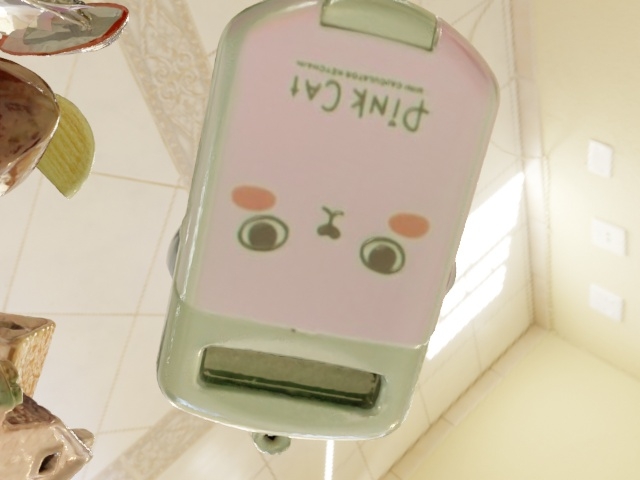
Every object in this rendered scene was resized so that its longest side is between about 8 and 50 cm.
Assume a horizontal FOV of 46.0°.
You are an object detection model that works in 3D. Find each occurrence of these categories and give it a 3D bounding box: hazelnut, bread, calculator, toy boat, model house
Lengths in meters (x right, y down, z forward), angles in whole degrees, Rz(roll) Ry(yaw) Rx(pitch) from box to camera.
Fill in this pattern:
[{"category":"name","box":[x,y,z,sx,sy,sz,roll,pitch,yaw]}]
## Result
[{"category":"hazelnut","box":[-0.427,-0.149,0.957,0.208,0.208,0.208,-24,128,-34]},{"category":"bread","box":[-0.417,-0.168,1.170,0.112,0.036,0.193,-45,93,-7]},{"category":"calculator","box":[0.000,0.000,0.381,0.141,0.045,0.246,12,105,-10]},{"category":"toy boat","box":[-0.444,-0.328,1.138,0.318,0.219,0.072,-13,92,-54]},{"category":"model house","box":[-0.402,0.191,0.915,0.237,0.236,0.202,13,95,-62]}]

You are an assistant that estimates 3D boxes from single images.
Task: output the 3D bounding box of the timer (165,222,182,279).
[{"category":"timer","box":[-0.073,-0.005,0.908,0.255,0.175,0.175,-48,138,-12]}]
